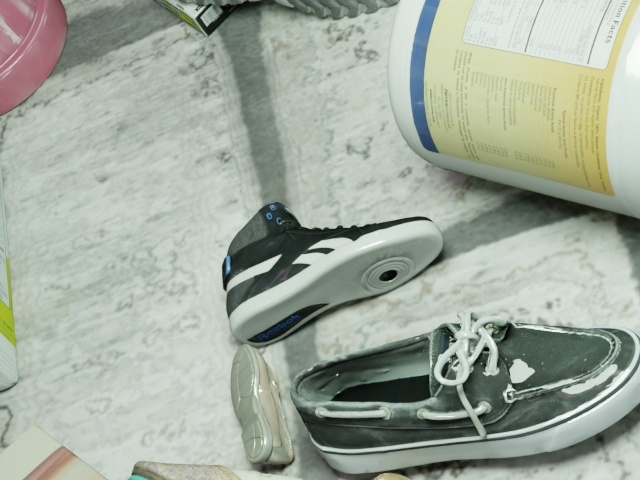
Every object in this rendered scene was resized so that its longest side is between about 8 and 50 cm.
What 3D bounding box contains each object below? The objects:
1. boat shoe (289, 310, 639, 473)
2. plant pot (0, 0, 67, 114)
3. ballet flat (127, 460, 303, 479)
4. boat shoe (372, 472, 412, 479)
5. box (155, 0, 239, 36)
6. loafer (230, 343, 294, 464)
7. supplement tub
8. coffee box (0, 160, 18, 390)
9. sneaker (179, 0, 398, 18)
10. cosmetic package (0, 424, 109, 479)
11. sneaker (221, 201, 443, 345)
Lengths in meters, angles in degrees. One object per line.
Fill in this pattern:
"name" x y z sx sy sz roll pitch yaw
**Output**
"boat shoe" 0.123 0.112 1.462 0.306 0.105 0.113 -10 42 23
"plant pot" -0.408 -0.259 1.926 0.201 0.180 0.201 -12 54 18
"ballet flat" -0.028 0.261 1.466 0.106 0.107 0.316 -37 53 -27
"boat shoe" 0.084 0.235 1.447 0.050 0.045 0.135 -44 51 -6
"box" -0.092 -0.327 1.908 0.207 0.036 0.114 -46 51 -8
"loafer" -0.053 0.151 1.580 0.045 0.039 0.125 -48 39 35
"supplement tub" 0.242 -0.143 1.501 0.316 0.228 0.228 17 68 33
"coffee box" -0.534 -0.013 1.722 0.338 0.338 0.334 -21 52 11
"sneaker" -0.034 -0.306 1.794 0.281 0.105 0.115 8 71 15
"cosmetic package" -0.182 0.298 1.460 0.296 0.129 0.153 26 65 40
"sneaker" 0.000 0.000 1.620 0.217 0.079 0.121 -25 53 11
